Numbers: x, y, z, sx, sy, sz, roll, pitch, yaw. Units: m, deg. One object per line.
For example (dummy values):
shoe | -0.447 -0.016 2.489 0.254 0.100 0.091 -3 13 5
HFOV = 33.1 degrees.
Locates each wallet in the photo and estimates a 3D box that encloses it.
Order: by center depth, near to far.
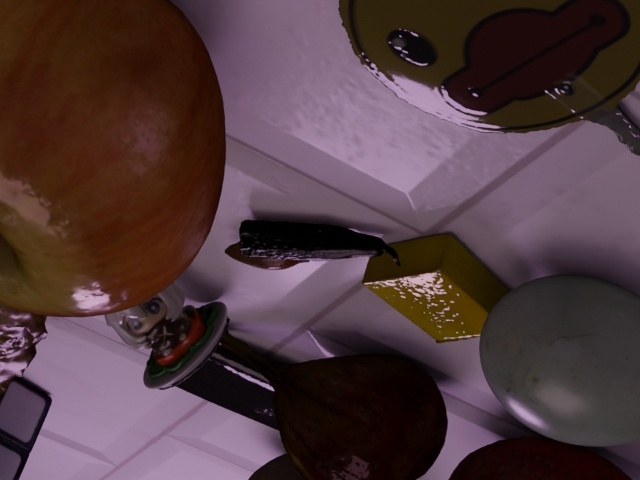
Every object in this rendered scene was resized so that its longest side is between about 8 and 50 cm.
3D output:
wallet | -0.040 0.208 1.393 0.321 0.044 0.170 25 153 -5

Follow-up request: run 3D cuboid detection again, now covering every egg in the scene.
egg | 0.236 0.108 0.963 0.192 0.149 0.149 22 150 -8

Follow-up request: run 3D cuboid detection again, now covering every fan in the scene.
fan | 0.151 -0.126 0.759 0.335 0.011 0.230 34 147 -22

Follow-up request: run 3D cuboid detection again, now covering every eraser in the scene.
eraser | 0.116 0.049 1.037 0.097 0.045 0.122 -13 138 41

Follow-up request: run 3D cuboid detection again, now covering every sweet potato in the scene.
sweet potato | -0.056 0.014 1.085 0.095 0.034 0.034 2 147 21

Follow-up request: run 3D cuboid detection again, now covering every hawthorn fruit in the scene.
hawthorn fruit | 0.287 0.364 1.269 0.307 0.265 0.265 8 149 5

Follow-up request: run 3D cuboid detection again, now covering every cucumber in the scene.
cucumber | 0.000 0.000 1.027 0.163 0.043 0.039 1 139 21

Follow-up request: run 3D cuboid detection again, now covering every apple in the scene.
apple | -0.205 -0.081 0.810 0.286 0.233 0.286 16 148 10

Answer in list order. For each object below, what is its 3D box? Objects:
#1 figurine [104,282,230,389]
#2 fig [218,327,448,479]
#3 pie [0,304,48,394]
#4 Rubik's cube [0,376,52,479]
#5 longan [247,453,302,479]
figurine | -0.195 0.073 1.197 0.132 0.132 0.153 -18 122 47
fig | -0.002 0.208 1.248 0.290 0.190 0.190 7 148 20
pie | -0.474 0.071 1.308 0.288 0.103 0.354 25 128 -15
Rubik's cube | -0.656 0.313 1.649 0.305 0.301 0.304 -10 140 42
longan | 0.002 0.427 1.582 0.246 0.215 0.246 -9 124 -13
